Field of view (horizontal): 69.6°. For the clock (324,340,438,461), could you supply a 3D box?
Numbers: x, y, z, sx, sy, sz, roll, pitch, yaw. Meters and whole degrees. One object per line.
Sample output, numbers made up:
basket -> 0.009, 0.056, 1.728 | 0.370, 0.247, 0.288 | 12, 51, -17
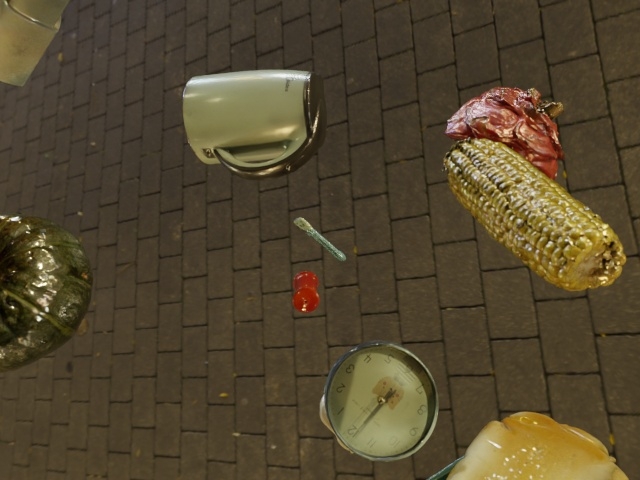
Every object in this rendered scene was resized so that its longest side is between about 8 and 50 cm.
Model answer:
clock -> 0.118, 0.311, 0.902 | 0.225, 0.049, 0.226 | -1, 76, 3

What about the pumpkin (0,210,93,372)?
pumpkin -> -0.418, 0.062, 0.601 | 0.223, 0.157, 0.224 | 3, 64, -6

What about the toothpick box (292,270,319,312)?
toothpick box -> -0.025, 0.088, 0.789 | 0.047, 0.083, 0.047 | 0, 106, -1

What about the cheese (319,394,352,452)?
cheese -> 0.152, 0.385, 1.169 | 0.251, 0.248, 0.174 | -44, 74, 12

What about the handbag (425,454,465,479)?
handbag -> 0.301, 0.565, 1.036 | 0.274, 0.269, 0.100 | -34, 59, 4

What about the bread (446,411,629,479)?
bread -> 0.209, 0.308, 0.484 | 0.172, 0.311, 0.121 | 11, 114, 45

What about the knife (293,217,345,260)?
knife -> 0.000, 0.000, 0.667 | 0.010, 0.096, 0.027 | -56, 16, -23

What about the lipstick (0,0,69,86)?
lipstick -> -0.412, -0.334, 0.656 | 0.252, 0.077, 0.079 | -32, 59, 32

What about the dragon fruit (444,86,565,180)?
dragon fruit -> 0.489, -0.274, 1.099 | 0.316, 0.152, 0.205 | 26, 88, -13

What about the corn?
corn -> 0.258, -0.047, 0.602 | 0.115, 0.115, 0.318 | -42, 32, 16

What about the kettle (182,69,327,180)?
kettle -> -0.109, -0.202, 0.828 | 0.236, 0.161, 0.221 | -1, 60, 12
